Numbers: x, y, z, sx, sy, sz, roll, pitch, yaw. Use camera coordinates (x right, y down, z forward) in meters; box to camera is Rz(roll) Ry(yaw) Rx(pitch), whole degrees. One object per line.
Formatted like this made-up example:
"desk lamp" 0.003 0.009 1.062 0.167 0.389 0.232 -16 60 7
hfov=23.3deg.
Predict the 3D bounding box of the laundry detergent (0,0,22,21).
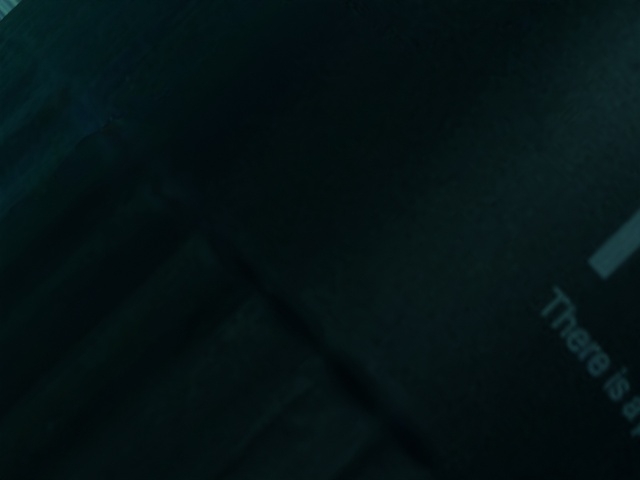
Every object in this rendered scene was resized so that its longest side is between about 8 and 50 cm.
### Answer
"laundry detergent" -0.058 -0.043 0.777 0.290 0.143 0.094 48 160 -6

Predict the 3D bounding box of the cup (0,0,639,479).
"cup" -0.013 0.058 0.442 0.242 0.292 0.308 43 171 31
